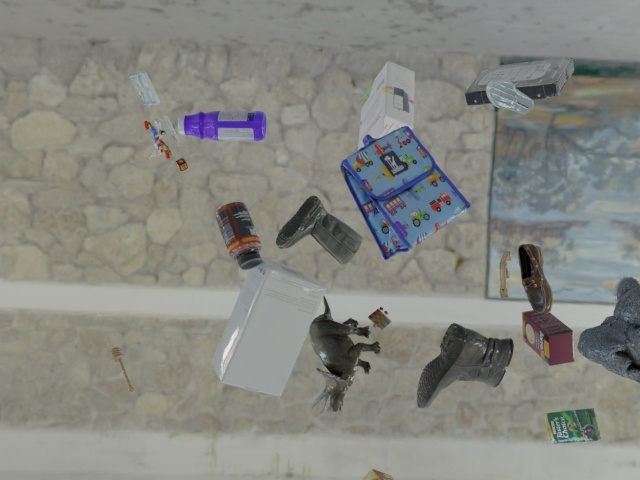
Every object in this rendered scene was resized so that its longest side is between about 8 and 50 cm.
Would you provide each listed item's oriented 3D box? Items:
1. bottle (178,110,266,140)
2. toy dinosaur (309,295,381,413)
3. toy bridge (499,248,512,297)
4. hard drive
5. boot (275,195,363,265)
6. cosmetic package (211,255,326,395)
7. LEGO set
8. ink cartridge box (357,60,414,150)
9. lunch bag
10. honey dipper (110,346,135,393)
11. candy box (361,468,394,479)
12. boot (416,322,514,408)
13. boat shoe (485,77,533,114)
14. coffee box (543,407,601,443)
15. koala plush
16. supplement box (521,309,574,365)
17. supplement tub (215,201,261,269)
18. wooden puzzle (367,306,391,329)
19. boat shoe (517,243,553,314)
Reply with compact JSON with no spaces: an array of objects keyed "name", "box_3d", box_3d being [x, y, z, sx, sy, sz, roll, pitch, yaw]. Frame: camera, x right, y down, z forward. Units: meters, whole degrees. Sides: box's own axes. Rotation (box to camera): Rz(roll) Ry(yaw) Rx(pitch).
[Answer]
[{"name":"bottle","box_3d":[-0.322,-0.378,2.092,0.283,0.092,0.118,0,-153,-1]},{"name":"toy dinosaur","box_3d":[0.039,0.246,1.523,0.160,0.313,0.121,0,145,-26]},{"name":"toy bridge","box_3d":[0.585,0.094,2.016,0.026,0.063,0.188,-6,-140,26]},{"name":"hard drive","box_3d":[0.733,-0.589,2.346,0.339,0.064,0.237,4,-142,36]},{"name":"boot","box_3d":[0.000,0.001,1.755,0.208,0.189,0.076,47,172,-35]},{"name":"cosmetic package","box_3d":[-0.165,0.270,1.985,0.217,0.384,0.156,23,-175,-26]},{"name":"LEGO set","box_3d":[-0.401,-0.277,1.525,0.060,0.244,0.182,-31,-157,-19]},{"name":"ink cartridge box","box_3d":[0.234,-0.434,2.255,0.119,0.353,0.207,19,145,-16]},{"name":"lunch bag","box_3d":[0.192,-0.138,1.590,0.221,0.293,0.138,-33,180,-23]},{"name":"honey dipper","box_3d":[-0.531,0.352,1.719,0.031,0.030,0.160,-2,-144,-37]},{"name":"candy box","box_3d":[0.205,0.748,1.807,0.109,0.053,0.186,36,-170,-42]},{"name":"boot","box_3d":[0.459,0.431,2.016,0.223,0.338,0.118,19,-151,-10]},{"name":"boat shoe","box_3d":[0.571,-0.451,1.975,0.226,0.083,0.076,18,-157,-43]},{"name":"coffee box","box_3d":[0.886,0.656,2.238,0.040,0.113,0.184,5,161,-38]},{"name":"koala plush","box_3d":[0.734,0.201,1.489,0.203,0.221,0.196,19,-170,-13]},{"name":"supplement box","box_3d":[0.699,0.294,1.957,0.081,0.104,0.188,-10,-163,-5]},{"name":"supplement tub","box_3d":[-0.244,-0.012,1.934,0.106,0.197,0.106,-20,159,-8]},{"name":"wooden puzzle","box_3d":[0.151,0.200,1.610,0.049,0.006,0.083,44,-142,14]},{"name":"boat shoe","box_3d":[0.607,0.110,1.821,0.073,0.206,0.073,6,157,-39]}]
